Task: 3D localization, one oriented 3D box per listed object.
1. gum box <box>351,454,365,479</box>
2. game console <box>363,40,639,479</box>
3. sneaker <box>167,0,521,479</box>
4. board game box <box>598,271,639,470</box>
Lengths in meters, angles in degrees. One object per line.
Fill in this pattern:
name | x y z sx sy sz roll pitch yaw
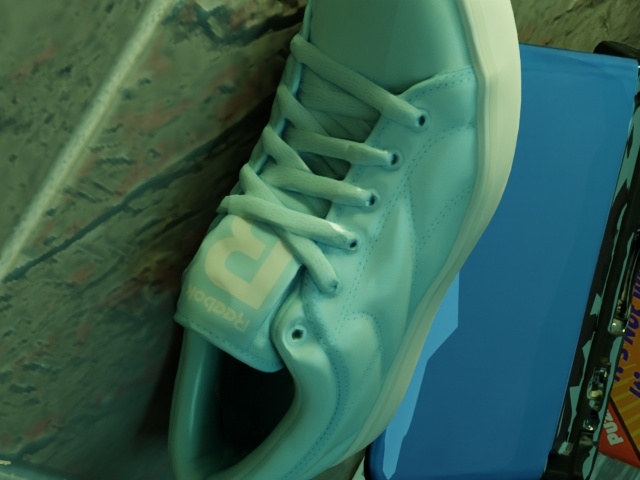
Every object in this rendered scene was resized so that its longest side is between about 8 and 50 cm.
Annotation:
gum box | 0.060 0.220 1.218 0.157 0.041 0.184 20 98 -60
game console | 0.123 0.006 1.063 0.250 0.173 0.293 -109 -150 -76
sneaker | 0.000 0.000 0.837 0.150 0.135 0.366 -29 138 -49
board game box | 0.438 -0.004 1.205 0.356 0.356 0.356 -41 149 -57
